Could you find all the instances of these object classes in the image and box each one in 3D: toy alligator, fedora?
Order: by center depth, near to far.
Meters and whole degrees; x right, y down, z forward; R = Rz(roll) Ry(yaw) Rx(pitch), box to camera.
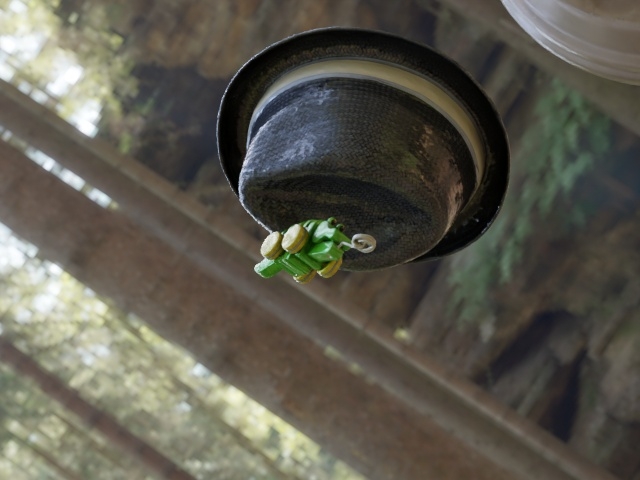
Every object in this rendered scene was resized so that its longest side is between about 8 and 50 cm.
[{"bbox_3d":[0.000,0.000,1.404,0.189,0.056,0.051,-17,43,52],"label":"toy alligator"},{"bbox_3d":[0.033,-0.068,1.558,0.152,0.334,0.334,-67,3,-55],"label":"fedora"}]

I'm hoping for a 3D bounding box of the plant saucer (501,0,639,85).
[{"bbox_3d":[0.210,-0.224,0.817,0.278,0.278,0.041,-58,-31,6],"label":"plant saucer"}]
